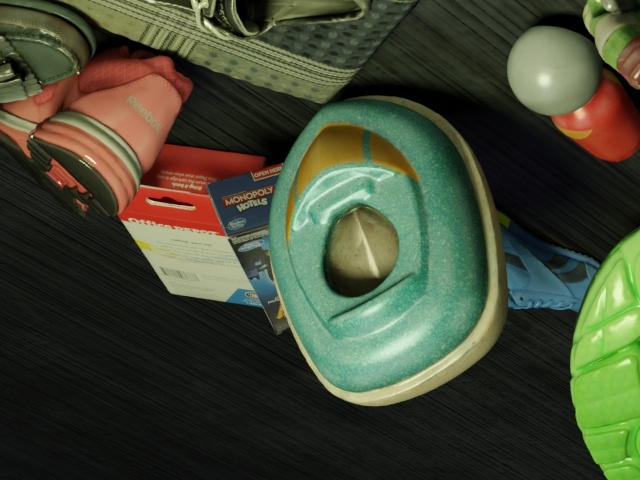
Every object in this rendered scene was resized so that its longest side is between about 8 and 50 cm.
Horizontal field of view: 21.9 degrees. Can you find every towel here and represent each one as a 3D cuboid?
[{"bbox_3d":[-0.090,-0.218,1.174,0.324,0.056,0.312,19,159,-11],"label":"towel"}]

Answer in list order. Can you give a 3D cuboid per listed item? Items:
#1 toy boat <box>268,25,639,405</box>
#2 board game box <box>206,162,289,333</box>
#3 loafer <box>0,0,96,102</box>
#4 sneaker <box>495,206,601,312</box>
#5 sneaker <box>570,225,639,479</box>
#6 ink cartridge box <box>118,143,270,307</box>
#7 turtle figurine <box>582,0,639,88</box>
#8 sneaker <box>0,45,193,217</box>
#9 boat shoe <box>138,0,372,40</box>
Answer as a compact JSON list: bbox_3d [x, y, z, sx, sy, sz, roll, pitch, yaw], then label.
[{"bbox_3d":[0.088,-0.042,1.246,0.318,0.267,0.148,-34,143,18],"label":"toy boat"},{"bbox_3d":[0.000,0.000,1.467,0.194,0.060,0.194,-16,151,-13],"label":"board game box"},{"bbox_3d":[-0.305,-0.135,1.317,0.268,0.084,0.096,2,145,24],"label":"loafer"},{"bbox_3d":[0.188,0.039,1.502,0.209,0.082,0.069,26,153,-24],"label":"sneaker"},{"bbox_3d":[0.336,0.144,1.511,0.185,0.202,0.482,-6,133,14],"label":"sneaker"},{"bbox_3d":[-0.105,-0.022,1.557,0.134,0.078,0.231,8,155,17],"label":"ink cartridge box"},{"bbox_3d":[0.252,-0.172,0.977,0.198,0.275,0.266,25,146,43],"label":"turtle figurine"},{"bbox_3d":[-0.185,-0.100,1.400,0.116,0.136,0.314,46,167,-21],"label":"sneaker"},{"bbox_3d":[-0.057,-0.172,1.088,0.219,0.070,0.078,0,154,36],"label":"boat shoe"}]
